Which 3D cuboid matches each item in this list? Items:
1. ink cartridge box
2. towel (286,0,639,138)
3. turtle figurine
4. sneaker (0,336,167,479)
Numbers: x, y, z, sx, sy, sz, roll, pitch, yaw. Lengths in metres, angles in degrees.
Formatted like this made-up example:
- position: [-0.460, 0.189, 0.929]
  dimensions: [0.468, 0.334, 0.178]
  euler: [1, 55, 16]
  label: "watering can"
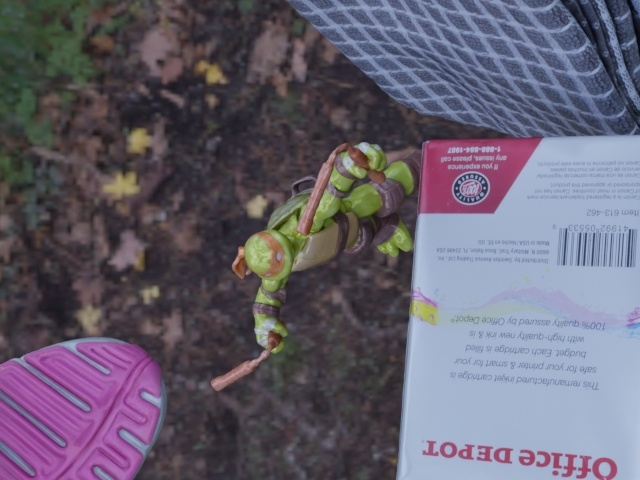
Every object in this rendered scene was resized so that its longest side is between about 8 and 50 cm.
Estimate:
- position: [0.113, 0.041, 0.699]
  dimensions: [0.127, 0.072, 0.175]
  euler: [1, 83, 30]
  label: "ink cartridge box"
- position: [0.086, -0.146, 0.781]
  dimensions: [0.235, 0.283, 0.121]
  euler: [24, 81, 46]
  label: "towel"
- position: [0.000, 0.000, 1.182]
  dimensions: [0.087, 0.217, 0.269]
  euler: [42, 127, 23]
  label: "turtle figurine"
- position: [-0.182, 0.145, 0.814]
  dimensions: [0.252, 0.111, 0.103]
  euler: [-42, 86, 11]
  label: "sneaker"
